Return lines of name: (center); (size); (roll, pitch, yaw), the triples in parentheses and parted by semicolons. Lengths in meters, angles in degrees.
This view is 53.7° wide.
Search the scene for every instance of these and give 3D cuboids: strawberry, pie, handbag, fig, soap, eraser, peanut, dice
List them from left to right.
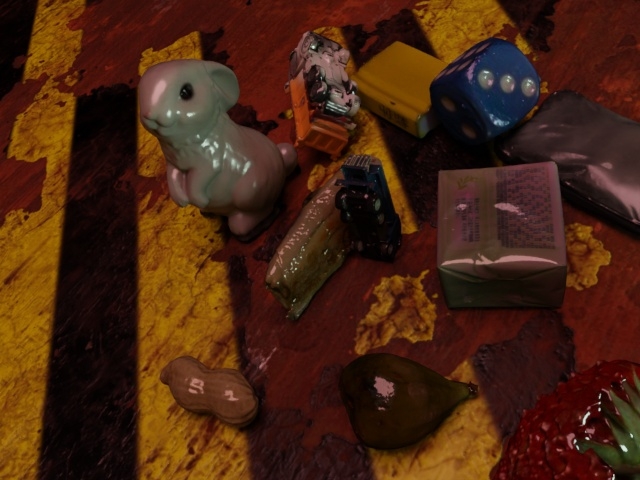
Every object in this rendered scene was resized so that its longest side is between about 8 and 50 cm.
peanut: (-0.173, 0.230, 0.979); (0.186, 0.082, 0.082); (10, 57, 26)
pie: (0.000, 0.000, 1.069); (0.068, 0.129, 0.283); (13, 60, 40)
fig: (0.119, 0.205, 0.871); (0.184, 0.127, 0.133); (-27, 36, 2)
eraser: (0.180, -0.311, 1.287); (0.158, 0.069, 0.226); (-39, 51, -16)
dice: (0.292, -0.264, 1.135); (0.146, 0.146, 0.143); (-44, 13, -14)
soap: (0.276, -0.006, 0.970); (0.181, 0.138, 0.200); (-4, 53, 17)
handbag: (0.467, -0.141, 1.060); (0.191, 0.075, 0.332); (-43, 55, -12)
strawberry: (0.318, 0.285, 0.701); (0.260, 0.258, 0.261); (9, 51, -11)

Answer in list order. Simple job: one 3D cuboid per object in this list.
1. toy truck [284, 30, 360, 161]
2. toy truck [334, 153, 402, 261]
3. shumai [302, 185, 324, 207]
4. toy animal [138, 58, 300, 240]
toy truck: (0.000, -0.300, 1.288); (0.135, 0.114, 0.271); (-47, 38, 40)
toy truck: (0.079, -0.054, 1.033); (0.074, 0.202, 0.088); (8, 53, 28)
shumai: (0.015, -0.058, 1.160); (0.083, 0.082, 0.081); (-31, 87, 8)
toy animal: (-0.187, -0.180, 1.122); (0.193, 0.357, 0.258); (20, 60, 33)
